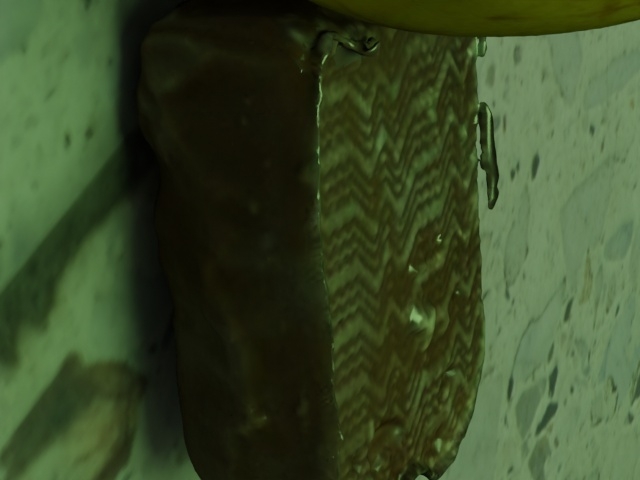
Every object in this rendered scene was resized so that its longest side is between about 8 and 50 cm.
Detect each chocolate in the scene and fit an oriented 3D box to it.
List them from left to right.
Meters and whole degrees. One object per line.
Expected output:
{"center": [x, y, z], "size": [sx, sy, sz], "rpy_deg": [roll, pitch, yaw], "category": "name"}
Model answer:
{"center": [0.000, 0.000, 0.688], "size": [0.148, 0.093, 0.214], "rpy_deg": [-33, 127, -53], "category": "chocolate"}

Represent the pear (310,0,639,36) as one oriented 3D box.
{"center": [0.068, -0.198, 0.564], "size": [0.280, 0.280, 0.281], "rpy_deg": [-32, 128, -55], "category": "pear"}
